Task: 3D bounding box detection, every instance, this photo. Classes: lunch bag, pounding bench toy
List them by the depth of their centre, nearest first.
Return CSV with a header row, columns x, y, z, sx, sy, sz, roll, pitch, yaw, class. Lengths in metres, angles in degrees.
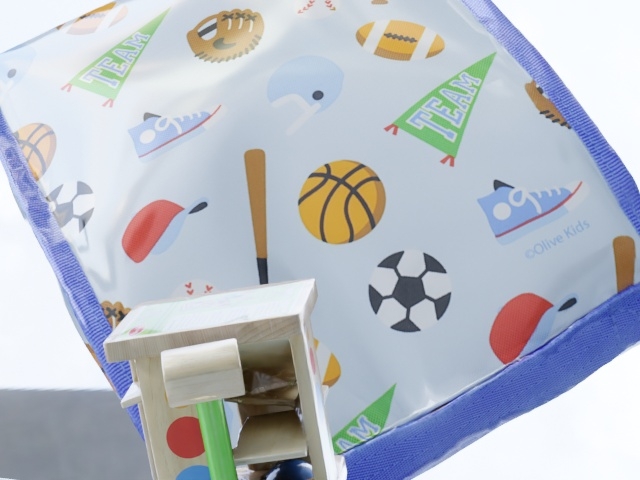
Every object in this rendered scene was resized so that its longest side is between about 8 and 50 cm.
x,y,z,sx,sy,sz,roll,pitch,yaw,class
-0.025,0.052,0.479,0.052,0.083,0.065,-9,-82,5,pounding bench toy
0.000,0.000,1.135,0.328,0.385,0.239,-30,-45,-7,lunch bag

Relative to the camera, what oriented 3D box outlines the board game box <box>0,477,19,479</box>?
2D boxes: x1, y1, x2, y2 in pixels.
x,y,z,sx,sy,sz,roll,pitch,yaw,class
-0.111,0.245,1.125,0.305,0.053,0.193,9,-139,-19,board game box
